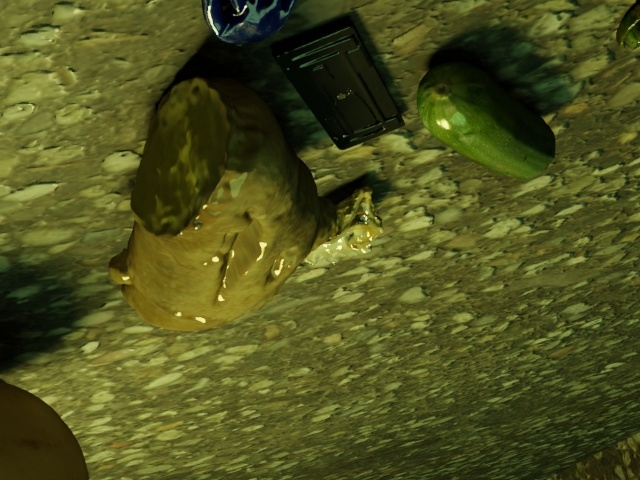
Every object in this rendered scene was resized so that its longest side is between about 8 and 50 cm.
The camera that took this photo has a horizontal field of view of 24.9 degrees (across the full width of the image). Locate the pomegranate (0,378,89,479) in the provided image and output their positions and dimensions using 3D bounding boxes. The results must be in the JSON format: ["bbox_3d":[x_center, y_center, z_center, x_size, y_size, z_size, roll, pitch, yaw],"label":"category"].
[{"bbox_3d":[-0.409,0.288,1.329,0.412,0.411,0.411,-15,161,-5],"label":"pomegranate"}]

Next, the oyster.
[{"bbox_3d":[0.000,0.000,1.357,0.122,0.045,0.146,-21,168,1],"label":"oyster"}]

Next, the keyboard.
[{"bbox_3d":[0.018,-0.114,1.100,0.061,0.013,0.204,-20,161,8],"label":"keyboard"}]

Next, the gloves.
[{"bbox_3d":[-0.044,-0.152,0.917,0.064,0.026,0.086,-2,157,-31],"label":"gloves"}]

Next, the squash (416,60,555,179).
[{"bbox_3d":[0.139,-0.094,1.185,0.066,0.066,0.229,-25,161,22],"label":"squash"}]

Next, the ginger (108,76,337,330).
[{"bbox_3d":[-0.077,-0.021,1.108,0.190,0.126,0.354,-10,162,-5],"label":"ginger"}]

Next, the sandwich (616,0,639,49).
[{"bbox_3d":[0.281,-0.178,1.122,0.101,0.026,0.069,-17,160,0],"label":"sandwich"}]
